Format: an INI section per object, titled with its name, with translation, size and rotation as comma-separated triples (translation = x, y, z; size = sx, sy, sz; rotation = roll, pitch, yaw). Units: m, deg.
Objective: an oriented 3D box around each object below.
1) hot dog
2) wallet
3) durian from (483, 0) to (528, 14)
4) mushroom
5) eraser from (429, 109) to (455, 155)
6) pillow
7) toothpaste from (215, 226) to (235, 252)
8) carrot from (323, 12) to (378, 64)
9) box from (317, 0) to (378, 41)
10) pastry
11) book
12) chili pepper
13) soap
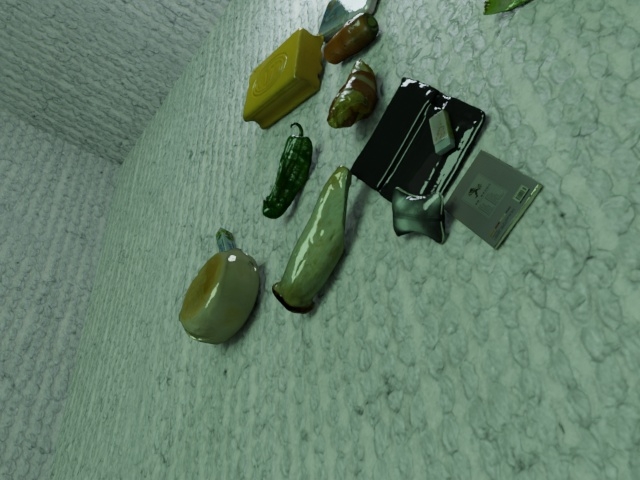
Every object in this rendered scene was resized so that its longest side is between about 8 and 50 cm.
[hot dog]
translation = 0.086, -0.338, 1.622
size = 0.123, 0.093, 0.261
rotation = -42, 19, 52
[wallet]
translation = 0.189, -0.195, 1.366
size = 0.247, 0.041, 0.323
rotation = -59, 34, 9
[durian]
translation = 0.438, -0.553, 1.212
size = 0.355, 0.157, 0.169
rotation = -18, 88, 55
[mushroom]
translation = 0.003, 0.002, 1.464
size = 0.333, 0.107, 0.087
rotation = -62, -15, 1
[eraser]
translation = 0.228, -0.202, 1.266
size = 0.038, 0.019, 0.083
rotation = -32, 49, 36
[pillow]
translation = 0.176, -0.046, 1.230
size = 0.136, 0.055, 0.091
rotation = 17, 89, 56
[toothpaste]
translation = -0.277, 0.019, 1.996
size = 0.034, 0.046, 0.164
rotation = -52, 29, 15
[carrot]
translation = 0.078, -0.537, 1.815
size = 0.193, 0.087, 0.087
rotation = -27, 45, 52
[box]
translation = 0.084, -0.679, 1.969
size = 0.285, 0.044, 0.142
rotation = -4, 67, 60
[pastry]
translation = -0.262, 0.146, 1.764
size = 0.265, 0.133, 0.264
rotation = -42, 33, 36
[book]
translation = 0.282, -0.073, 1.131
size = 0.127, 0.014, 0.181
rotation = -58, 28, 12
[chili pepper]
translation = -0.082, -0.177, 1.763
size = 0.074, 0.100, 0.257
rotation = -4, 66, 65
[soap]
translation = -0.118, -0.496, 2.086
size = 0.324, 0.096, 0.204
rotation = -25, 53, 51
